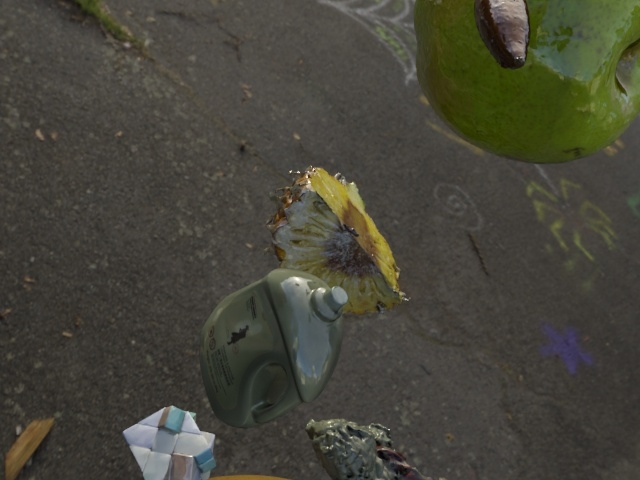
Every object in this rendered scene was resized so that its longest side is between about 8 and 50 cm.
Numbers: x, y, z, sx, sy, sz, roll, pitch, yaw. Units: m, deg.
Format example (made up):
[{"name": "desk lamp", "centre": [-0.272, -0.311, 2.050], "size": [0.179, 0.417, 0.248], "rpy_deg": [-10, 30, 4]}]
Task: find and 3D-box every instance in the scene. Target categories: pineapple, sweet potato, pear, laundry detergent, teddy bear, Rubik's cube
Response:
[{"name": "pineapple", "centre": [0.000, -0.002, 1.360], "size": [0.344, 0.209, 0.286], "rpy_deg": [50, 17, -24]}, {"name": "sweet potato", "centre": [0.191, -0.261, 0.708], "size": [0.057, 0.057, 0.264], "rpy_deg": [20, 44, -17]}, {"name": "pear", "centre": [0.318, -0.312, 1.009], "size": [0.391, 0.391, 0.391], "rpy_deg": [18, 46, -20]}, {"name": "laundry detergent", "centre": [-0.054, 0.127, 0.826], "size": [0.091, 0.253, 0.181], "rpy_deg": [12, 54, -39]}, {"name": "teddy bear", "centre": [0.121, 0.541, 1.590], "size": [0.224, 0.367, 0.357], "rpy_deg": [-44, 39, -13]}, {"name": "Rubik's cube", "centre": [-0.129, 0.197, 0.602], "size": [0.073, 0.075, 0.084], "rpy_deg": [-29, 71, -21]}]

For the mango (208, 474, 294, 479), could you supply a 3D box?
[{"name": "mango", "centre": [-0.154, 0.610, 1.385], "size": [0.446, 0.300, 0.232], "rpy_deg": [8, 63, -46]}]
